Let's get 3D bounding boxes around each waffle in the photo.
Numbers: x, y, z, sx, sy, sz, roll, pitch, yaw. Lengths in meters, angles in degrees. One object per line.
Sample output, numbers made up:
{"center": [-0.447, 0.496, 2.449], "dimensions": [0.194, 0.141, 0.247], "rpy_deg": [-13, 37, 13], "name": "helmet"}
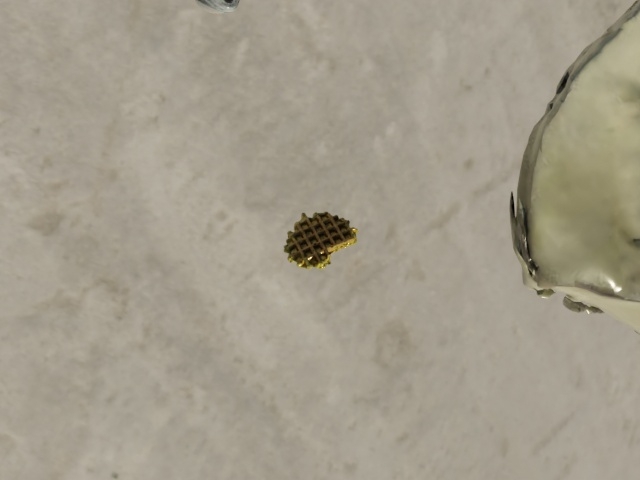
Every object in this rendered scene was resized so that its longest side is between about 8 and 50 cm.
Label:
{"center": [-0.002, 0.000, 1.235], "dimensions": [0.085, 0.078, 0.016], "rpy_deg": [-51, 152, -29], "name": "waffle"}

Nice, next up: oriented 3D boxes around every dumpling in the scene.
{"center": [0.188, -0.036, 0.449], "dimensions": [0.247, 0.142, 0.173], "rpy_deg": [3, 95, -33], "name": "dumpling"}

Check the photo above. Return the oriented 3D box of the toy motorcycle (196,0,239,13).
{"center": [-0.167, -0.461, 1.638], "dimensions": [0.106, 0.270, 0.159], "rpy_deg": [-9, 150, -37], "name": "toy motorcycle"}
